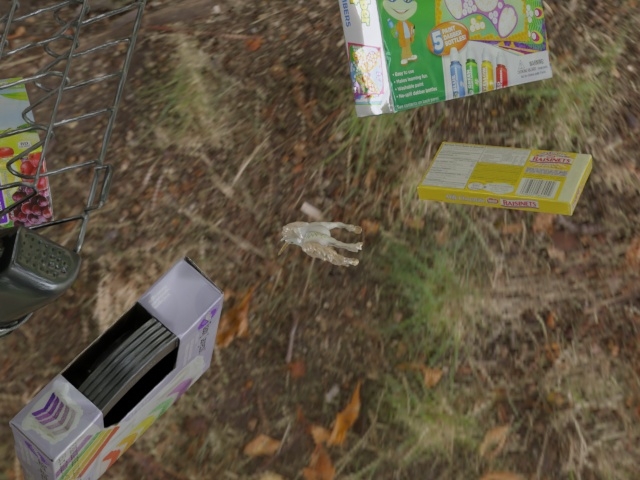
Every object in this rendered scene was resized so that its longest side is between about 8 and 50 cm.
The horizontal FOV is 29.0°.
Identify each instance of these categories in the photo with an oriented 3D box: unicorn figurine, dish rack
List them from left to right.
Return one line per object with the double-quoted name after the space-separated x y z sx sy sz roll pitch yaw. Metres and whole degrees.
-0.178 -0.112 0.591 0.074 0.272 0.208 -15 145 39 "dish rack"
0.000 0.000 1.715 0.111 0.162 0.060 9 90 -2 "unicorn figurine"

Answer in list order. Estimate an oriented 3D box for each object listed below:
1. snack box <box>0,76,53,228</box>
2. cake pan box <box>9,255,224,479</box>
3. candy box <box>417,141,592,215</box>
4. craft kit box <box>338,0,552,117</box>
-0.332 -0.061 1.007 0.207 0.174 0.070 -9 119 -14 "snack box"
-0.213 0.157 1.318 0.070 0.267 0.246 39 65 9 "cake pan box"
0.239 -0.082 1.610 0.205 0.105 0.027 7 131 26 "candy box"
0.117 -0.260 1.207 0.061 0.250 0.247 -5 100 48 "craft kit box"
